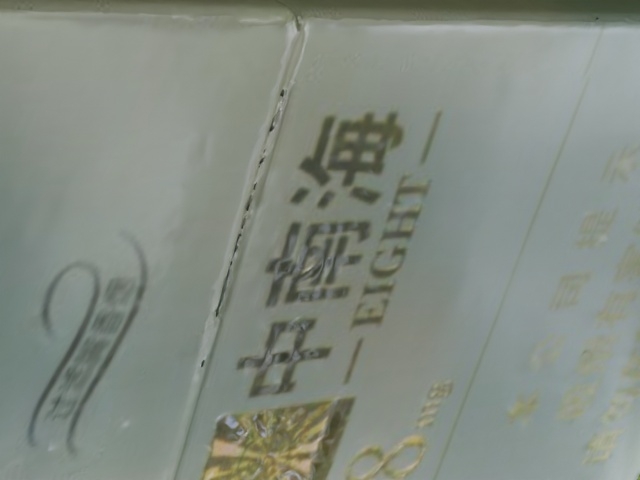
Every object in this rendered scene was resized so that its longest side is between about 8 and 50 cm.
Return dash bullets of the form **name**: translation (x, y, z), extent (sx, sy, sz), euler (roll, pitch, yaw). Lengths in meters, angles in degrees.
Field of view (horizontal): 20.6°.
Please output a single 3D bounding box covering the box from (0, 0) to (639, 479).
- **box**: translation (0.000, 0.000, 0.418), extent (0.242, 0.155, 0.067), euler (-6, -146, -36)
